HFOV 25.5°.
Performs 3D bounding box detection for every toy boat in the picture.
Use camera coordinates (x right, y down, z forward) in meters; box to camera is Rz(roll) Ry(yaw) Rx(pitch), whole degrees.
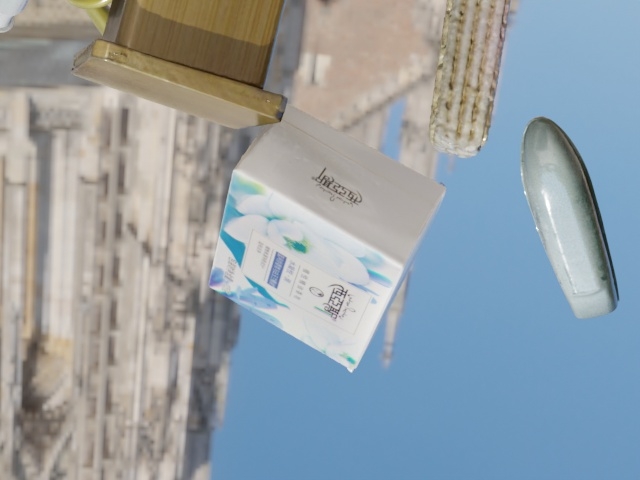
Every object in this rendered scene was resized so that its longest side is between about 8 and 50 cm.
[{"bbox_3d":[0.288,-0.030,1.649,0.078,0.260,0.085,-14,-153,18],"label":"toy boat"}]

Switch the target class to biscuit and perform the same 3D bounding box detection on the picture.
[{"bbox_3d":[0.146,-0.200,1.357,0.062,0.238,0.108,10,180,4],"label":"biscuit"}]

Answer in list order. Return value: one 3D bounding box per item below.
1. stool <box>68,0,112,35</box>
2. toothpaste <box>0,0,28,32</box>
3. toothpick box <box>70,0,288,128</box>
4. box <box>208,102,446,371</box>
[{"bbox_3d":[-0.212,-0.285,1.554,0.135,0.134,0.110,43,-175,36],"label":"stool"},{"bbox_3d":[-0.428,-0.423,2.074,0.066,0.323,0.100,-13,-111,-37],"label":"toothpaste"},{"bbox_3d":[-0.106,-0.284,1.372,0.190,0.308,0.187,15,177,-15],"label":"toothpick box"},{"bbox_3d":[-0.001,0.002,1.559,0.203,0.274,0.116,29,-119,5],"label":"box"}]
